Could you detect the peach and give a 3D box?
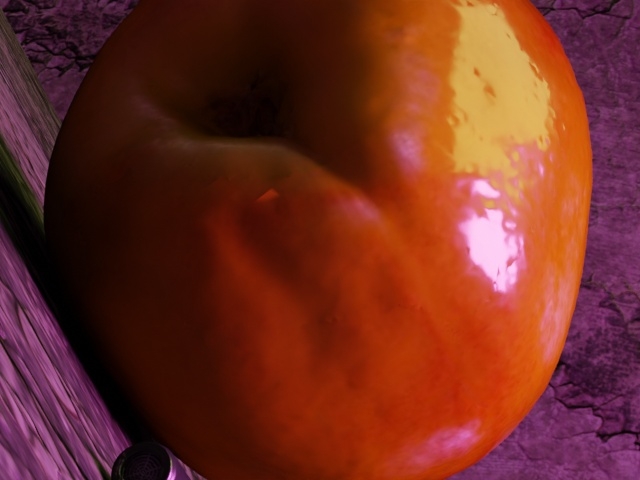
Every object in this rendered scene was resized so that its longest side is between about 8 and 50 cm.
[{"bbox_3d":[0.002,-0.004,0.870,0.289,0.289,0.308,58,1,36],"label":"peach"}]

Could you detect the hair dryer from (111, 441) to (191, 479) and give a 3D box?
[{"bbox_3d":[-0.050,0.116,0.594,0.047,0.026,0.083,65,2,-54],"label":"hair dryer"}]
